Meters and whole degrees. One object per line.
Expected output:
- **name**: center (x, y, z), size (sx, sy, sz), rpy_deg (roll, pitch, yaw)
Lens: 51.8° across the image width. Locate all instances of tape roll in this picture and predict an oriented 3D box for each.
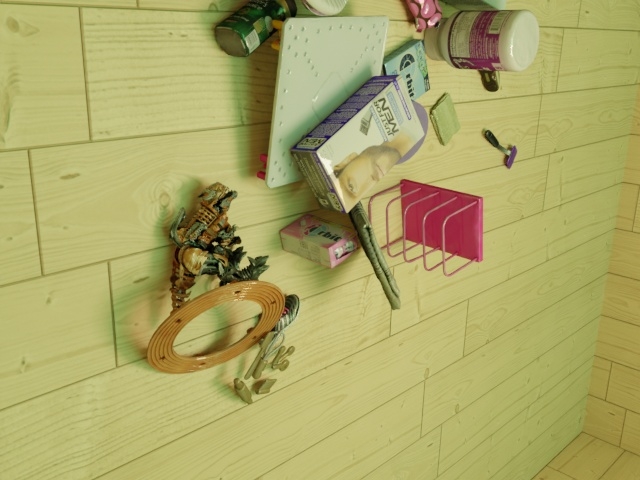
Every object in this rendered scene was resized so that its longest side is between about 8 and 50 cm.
- **tape roll**: center (0.207, -0.313, 1.852), size (0.189, 0.080, 0.189), rpy_deg (-22, 132, -26)

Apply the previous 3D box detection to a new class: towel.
- **towel**: center (0.402, -0.387, 2.117), size (0.110, 0.027, 0.148), rpy_deg (-49, 134, -23)
- **towel**: center (0.131, -0.014, 1.771), size (0.056, 0.312, 0.324), rpy_deg (-24, 128, 1)

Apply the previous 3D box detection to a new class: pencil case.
- **pencil case**: center (0.263, -0.682, 1.823), size (0.098, 0.095, 0.209), rpy_deg (-46, 132, -5)

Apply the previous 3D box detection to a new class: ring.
- **ring**: center (-0.237, 0.196, 1.508), size (0.336, 0.032, 0.336), rpy_deg (-23, 149, -15)

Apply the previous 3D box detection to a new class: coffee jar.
- **coffee jar**: center (-0.138, -0.482, 1.448), size (0.184, 0.096, 0.079), rpy_deg (-47, 136, -27)

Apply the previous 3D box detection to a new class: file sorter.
- **file sorter**: center (0.303, -0.036, 1.936), size (0.182, 0.290, 0.202), rpy_deg (-25, 121, -37)

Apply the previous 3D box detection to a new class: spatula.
- **spatula**: center (0.662, -0.339, 2.411), size (0.296, 0.030, 0.084), rpy_deg (23, 88, -49)

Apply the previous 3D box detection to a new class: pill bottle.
- **pill bottle**: center (0.457, -0.578, 1.903), size (0.169, 0.301, 0.169), rpy_deg (-17, 115, -42)

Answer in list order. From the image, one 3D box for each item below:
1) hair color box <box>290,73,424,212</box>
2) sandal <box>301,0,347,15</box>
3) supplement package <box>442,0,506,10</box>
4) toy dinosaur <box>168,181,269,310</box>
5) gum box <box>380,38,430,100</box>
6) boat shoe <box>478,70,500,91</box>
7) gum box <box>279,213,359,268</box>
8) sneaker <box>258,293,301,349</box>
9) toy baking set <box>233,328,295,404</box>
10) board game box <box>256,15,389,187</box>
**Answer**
- **hair color box**: center (0.100, -0.244, 1.633), size (0.339, 0.110, 0.185), rpy_deg (-45, 124, -25)
- **sandal**: center (-0.016, -0.566, 1.456), size (0.169, 0.102, 0.416), rpy_deg (61, 23, -12)
- **supplement package**: center (0.449, -0.793, 1.936), size (0.203, 0.149, 0.194), rpy_deg (2, 102, -48)
- **toy dinosaur**: center (-0.259, 0.036, 1.493), size (0.218, 0.164, 0.322), rpy_deg (24, 108, -35)
- **gum box**: center (0.240, -0.473, 1.901), size (0.184, 0.041, 0.157), rpy_deg (-39, 130, -31)
- **boat shoe**: center (0.565, -0.589, 2.206), size (0.072, 0.068, 0.190), rpy_deg (-65, 149, -26)
- **gum box**: center (0.000, 0.000, 1.691), size (0.107, 0.188, 0.062), rpy_deg (-34, 128, -35)
- **sneaker**: center (-0.116, 0.205, 1.730), size (0.170, 0.063, 0.075), rpy_deg (-52, 141, -15)
- **toy baking set**: center (-0.151, 0.324, 1.709), size (0.197, 0.030, 0.256), rpy_deg (-49, 153, -16)
- **board game box**: center (0.008, -0.351, 1.615), size (0.390, 0.050, 0.390), rpy_deg (-22, 130, -47)
